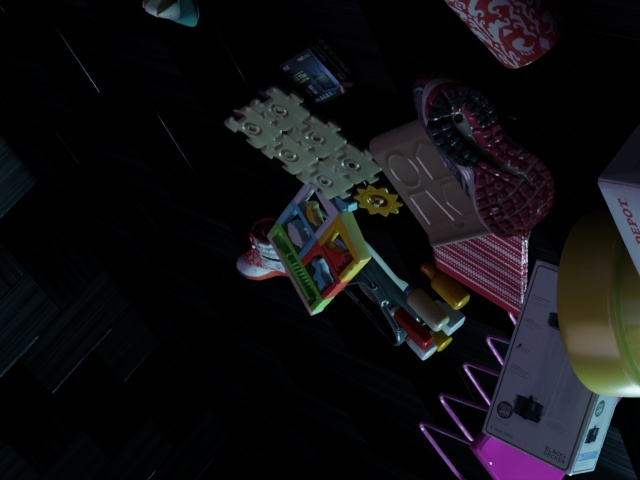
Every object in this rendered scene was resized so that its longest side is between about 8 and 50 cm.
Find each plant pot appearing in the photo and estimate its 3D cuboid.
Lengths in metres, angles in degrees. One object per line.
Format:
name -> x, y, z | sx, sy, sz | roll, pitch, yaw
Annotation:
plant pot -> 0.467, 0.076, 1.481 | 0.239, 0.254, 0.254 | -4, 134, 41

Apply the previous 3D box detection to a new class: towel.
towel -> 0.268, 0.010, 1.949 | 0.199, 0.031, 0.275 | 32, 155, 26

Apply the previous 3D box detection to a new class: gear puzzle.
gear puzzle -> 0.014, -0.149, 1.970 | 0.339, 0.044, 0.175 | 35, 144, -21

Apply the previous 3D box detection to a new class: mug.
mug -> 0.207, -0.304, 1.374 | 0.113, 0.150, 0.169 | -31, 117, 29

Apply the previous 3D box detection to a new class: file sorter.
file sorter -> 0.340, 0.288, 2.019 | 0.182, 0.290, 0.202 | 15, 147, 53

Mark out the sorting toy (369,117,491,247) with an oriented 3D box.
sorting toy -> 0.183, -0.094, 1.838 | 0.208, 0.038, 0.193 | 58, 152, -9

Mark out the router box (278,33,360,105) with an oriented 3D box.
router box -> -0.003, -0.268, 1.842 | 0.092, 0.038, 0.122 | 46, 158, -13

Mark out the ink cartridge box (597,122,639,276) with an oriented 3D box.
ink cartridge box -> 0.483, -0.043, 1.249 | 0.270, 0.197, 0.198 | 15, 148, 47

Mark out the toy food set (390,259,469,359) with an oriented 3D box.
toy food set -> 0.201, 0.139, 2.212 | 0.104, 0.111, 0.232 | 47, 162, 18

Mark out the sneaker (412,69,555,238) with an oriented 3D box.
sneaker -> 0.234, -0.126, 1.653 | 0.299, 0.121, 0.112 | 54, -176, -33

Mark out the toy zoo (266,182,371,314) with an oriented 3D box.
toy zoo -> 0.000, 0.000, 2.212 | 0.192, 0.030, 0.293 | 61, 147, 14

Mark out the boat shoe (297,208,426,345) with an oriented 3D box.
boat shoe -> 0.064, 0.077, 2.303 | 0.340, 0.113, 0.127 | 45, 160, -10

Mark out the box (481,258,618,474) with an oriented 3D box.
box -> 0.376, 0.190, 1.779 | 0.169, 0.289, 0.087 | 21, -171, 39

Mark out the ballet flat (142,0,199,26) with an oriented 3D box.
ballet flat -> -0.262, -0.421, 1.910 | 0.083, 0.087, 0.247 | 32, 158, 20

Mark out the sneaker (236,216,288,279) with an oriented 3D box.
sneaker -> -0.118, 0.012, 2.520 | 0.270, 0.090, 0.145 | 5, 139, 51
